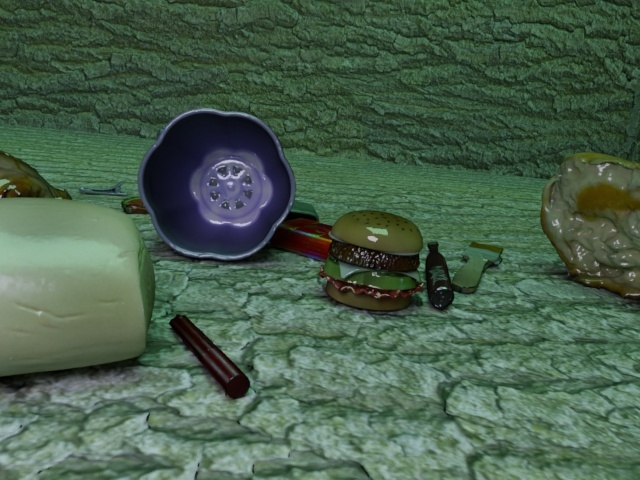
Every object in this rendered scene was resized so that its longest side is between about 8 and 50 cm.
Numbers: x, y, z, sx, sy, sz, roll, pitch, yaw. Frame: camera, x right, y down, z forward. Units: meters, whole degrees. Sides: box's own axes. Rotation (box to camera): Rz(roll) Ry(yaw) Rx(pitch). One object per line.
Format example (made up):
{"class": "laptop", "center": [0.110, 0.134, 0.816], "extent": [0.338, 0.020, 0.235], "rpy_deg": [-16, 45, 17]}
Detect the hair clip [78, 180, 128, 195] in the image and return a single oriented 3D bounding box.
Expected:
{"class": "hair clip", "center": [-0.544, -0.133, 1.328], "extent": [0.115, 0.039, 0.030], "rpy_deg": [-2, 11, -21]}

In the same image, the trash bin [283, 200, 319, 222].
{"class": "trash bin", "center": [-0.065, -0.053, 1.193], "extent": [0.116, 0.059, 0.130], "rpy_deg": [7, 13, -7]}

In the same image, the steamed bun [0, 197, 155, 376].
{"class": "steamed bun", "center": [-0.281, 0.034, 0.571], "extent": [0.200, 0.154, 0.250], "rpy_deg": [-1, 19, -27]}

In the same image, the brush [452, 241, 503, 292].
{"class": "brush", "center": [0.307, 0.050, 1.048], "extent": [0.086, 0.020, 0.336], "rpy_deg": [14, 17, 23]}

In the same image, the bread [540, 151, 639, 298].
{"class": "bread", "center": [0.678, -0.013, 1.030], "extent": [0.394, 0.250, 0.361], "rpy_deg": [2, 17, -32]}

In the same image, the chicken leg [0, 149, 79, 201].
{"class": "chicken leg", "center": [-0.409, -0.020, 0.797], "extent": [0.295, 0.181, 0.409], "rpy_deg": [15, -2, -3]}

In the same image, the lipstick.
{"class": "lipstick", "center": [-0.127, 0.119, 0.579], "extent": [0.027, 0.027, 0.176], "rpy_deg": [-3, 16, -34]}

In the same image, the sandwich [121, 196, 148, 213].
{"class": "sandwich", "center": [-0.411, -0.079, 1.209], "extent": [0.069, 0.026, 0.101], "rpy_deg": [13, 18, 6]}

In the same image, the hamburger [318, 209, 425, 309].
{"class": "hamburger", "center": [0.084, 0.022, 0.823], "extent": [0.175, 0.136, 0.175], "rpy_deg": [8, 11, -2]}

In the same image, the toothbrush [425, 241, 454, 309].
{"class": "toothbrush", "center": [0.212, 0.048, 0.974], "extent": [0.041, 0.040, 0.364], "rpy_deg": [9, 14, 7]}

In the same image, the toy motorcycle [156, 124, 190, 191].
{"class": "toy motorcycle", "center": [-0.333, -0.155, 1.192], "extent": [0.108, 0.204, 0.239], "rpy_deg": [-20, 21, -25]}

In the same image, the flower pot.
{"class": "flower pot", "center": [-0.176, -0.099, 1.005], "extent": [0.265, 0.264, 0.243], "rpy_deg": [6, 3, -1]}

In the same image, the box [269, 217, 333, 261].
{"class": "box", "center": [0.000, -0.001, 1.043], "extent": [0.175, 0.048, 0.112], "rpy_deg": [15, 17, 28]}
